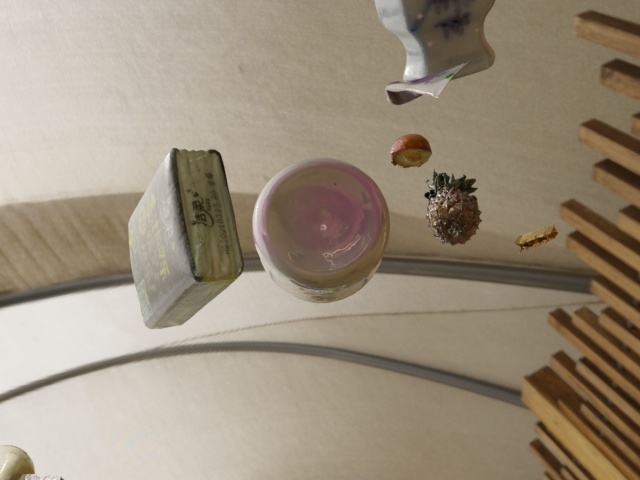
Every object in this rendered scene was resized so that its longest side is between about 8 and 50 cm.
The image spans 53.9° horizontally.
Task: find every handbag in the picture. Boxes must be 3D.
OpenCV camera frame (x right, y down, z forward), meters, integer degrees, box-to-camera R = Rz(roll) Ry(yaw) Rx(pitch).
[{"bbox_3d":[0.463,-0.005,1.349,0.083,0.027,0.061,-25,3,33],"label":"handbag"}]

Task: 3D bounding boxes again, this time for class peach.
[{"bbox_3d":[0.195,-0.200,1.383,0.098,0.061,0.098,-2,-21,-1],"label":"peach"}]

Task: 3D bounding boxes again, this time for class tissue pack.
[{"bbox_3d":[-0.204,0.007,0.898,0.081,0.185,0.257,-4,-19,-32],"label":"tissue pack"}]

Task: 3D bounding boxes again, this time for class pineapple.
[{"bbox_3d":[0.219,-0.052,1.030,0.103,0.221,0.083,19,-66,0],"label":"pineapple"}]

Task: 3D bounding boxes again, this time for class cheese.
[{"bbox_3d":[-0.397,0.317,0.795,0.050,0.255,0.127,52,-134,-22],"label":"cheese"}]

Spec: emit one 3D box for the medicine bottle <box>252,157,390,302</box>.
[{"bbox_3d":[0.000,0.000,1.270,0.256,0.256,0.325,-30,-11,-8],"label":"medicine bottle"}]

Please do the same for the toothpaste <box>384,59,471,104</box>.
[{"bbox_3d":[0.177,-0.277,1.140,0.075,0.301,0.048,-21,-78,-9],"label":"toothpaste"}]

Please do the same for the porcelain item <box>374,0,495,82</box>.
[{"bbox_3d":[0.212,-0.511,1.179,0.243,0.178,0.405,-16,-63,1],"label":"porcelain item"}]
